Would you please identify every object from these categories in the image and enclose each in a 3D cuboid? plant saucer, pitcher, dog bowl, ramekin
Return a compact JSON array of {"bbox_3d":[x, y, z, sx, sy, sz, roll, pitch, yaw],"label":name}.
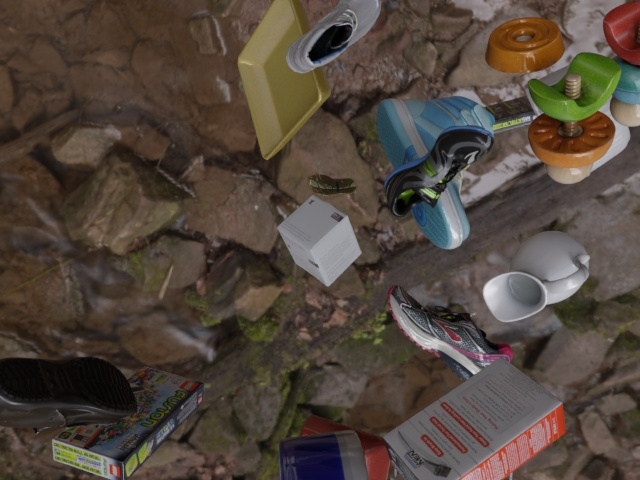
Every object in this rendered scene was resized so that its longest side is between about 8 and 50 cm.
[{"bbox_3d":[-0.090,-0.430,1.576,0.081,0.333,0.332,-7,164,-34],"label":"plant saucer"},{"bbox_3d":[0.410,0.054,1.046,0.177,0.207,0.126,-20,95,49],"label":"pitcher"},{"bbox_3d":[0.007,0.382,0.752,0.104,0.265,0.265,-4,127,-5],"label":"dog bowl"},{"bbox_3d":[0.477,-0.228,1.103,0.109,0.207,0.207,-30,122,17],"label":"ramekin"},{"bbox_3d":[0.019,0.513,1.227,0.047,0.259,0.259,20,167,-39],"label":"plant saucer"}]

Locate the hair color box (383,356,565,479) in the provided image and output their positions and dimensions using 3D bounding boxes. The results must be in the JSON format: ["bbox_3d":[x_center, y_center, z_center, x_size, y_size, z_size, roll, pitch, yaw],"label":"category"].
[{"bbox_3d":[0.162,0.206,0.630,0.167,0.093,0.053,-28,122,-15],"label":"hair color box"}]

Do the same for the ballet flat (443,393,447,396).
[{"bbox_3d":[0.278,0.428,1.383,0.077,0.077,0.231,-5,139,2],"label":"ballet flat"}]

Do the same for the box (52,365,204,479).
[{"bbox_3d":[-0.270,0.259,0.867,0.114,0.207,0.036,10,109,16],"label":"box"}]

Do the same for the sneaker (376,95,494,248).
[{"bbox_3d":[0.245,-0.143,1.064,0.208,0.319,0.127,-13,153,-13],"label":"sneaker"}]

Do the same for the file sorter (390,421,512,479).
[{"bbox_3d":[0.344,0.602,1.573,0.192,0.277,0.173,1,93,-27],"label":"file sorter"}]

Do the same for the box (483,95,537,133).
[{"bbox_3d":[0.548,-0.370,1.759,0.184,0.191,0.045,-16,112,9],"label":"box"}]

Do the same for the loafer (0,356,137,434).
[{"bbox_3d":[-0.315,0.188,0.715,0.078,0.080,0.220,-39,148,12],"label":"loafer"}]

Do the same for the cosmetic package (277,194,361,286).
[{"bbox_3d":[0.000,0.000,1.711,0.151,0.151,0.184,-44,141,-16],"label":"cosmetic package"}]

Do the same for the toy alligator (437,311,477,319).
[{"bbox_3d":[0.445,0.274,2.003,0.056,0.051,0.189,5,168,-42],"label":"toy alligator"}]

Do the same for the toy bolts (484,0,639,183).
[{"bbox_3d":[0.348,-0.201,0.793,0.228,0.218,0.158,-26,135,-6],"label":"toy bolts"}]

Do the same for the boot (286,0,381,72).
[{"bbox_3d":[0.050,-0.441,1.250,0.258,0.123,0.095,-43,116,-9],"label":"boot"}]

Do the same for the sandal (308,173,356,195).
[{"bbox_3d":[0.036,-0.187,2.043,0.180,0.049,0.072,0,90,-26],"label":"sandal"}]

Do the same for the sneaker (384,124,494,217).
[{"bbox_3d":[0.158,-0.087,0.795,0.067,0.078,0.188,22,142,-29],"label":"sneaker"}]

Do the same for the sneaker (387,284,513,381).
[{"bbox_3d":[0.273,0.191,1.288,0.299,0.121,0.112,37,105,6],"label":"sneaker"}]
